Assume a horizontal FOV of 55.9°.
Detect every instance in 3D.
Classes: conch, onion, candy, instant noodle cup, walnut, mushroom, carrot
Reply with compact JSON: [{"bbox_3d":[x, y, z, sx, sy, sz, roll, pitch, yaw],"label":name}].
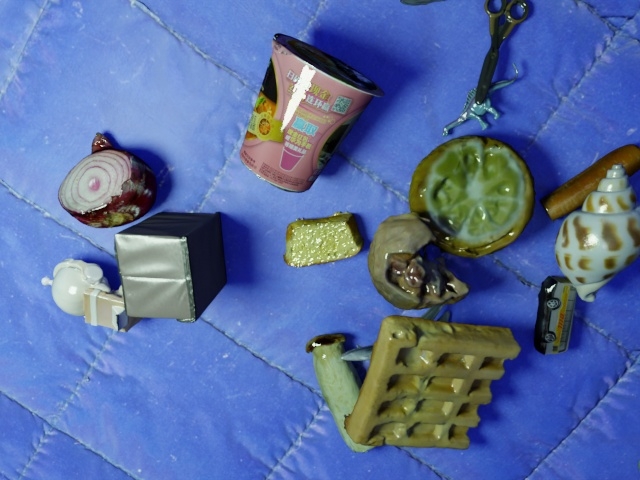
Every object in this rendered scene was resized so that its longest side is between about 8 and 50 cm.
[{"bbox_3d":[0.558,-0.012,1.198,0.149,0.183,0.275,29,119,4],"label":"conch"},{"bbox_3d":[-0.453,-0.132,1.303,0.195,0.140,0.218,-27,62,14],"label":"onion"},{"bbox_3d":[0.311,-0.091,1.242,0.260,0.118,0.260,1,104,3],"label":"candy"},{"bbox_3d":[-0.037,-0.239,1.193,0.244,0.244,0.255,29,112,-3],"label":"instant noodle cup"},{"bbox_3d":[0.175,0.068,1.240,0.141,0.204,0.238,-50,116,-25],"label":"walnut"},{"bbox_3d":[0.056,0.354,1.403,0.100,0.081,0.312,-18,104,11],"label":"mushroom"},{"bbox_3d":[0.562,-0.122,1.235,0.225,0.067,0.067,-36,99,15],"label":"carrot"}]

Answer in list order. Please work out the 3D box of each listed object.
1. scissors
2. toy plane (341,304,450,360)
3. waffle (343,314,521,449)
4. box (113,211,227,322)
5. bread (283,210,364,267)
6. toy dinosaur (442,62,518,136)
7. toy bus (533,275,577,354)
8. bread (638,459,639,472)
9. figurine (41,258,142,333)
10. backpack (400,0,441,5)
[{"bbox_3d":[0.343,-0.375,1.192,0.088,0.017,0.220,16,94,0],"label":"scissors"},{"bbox_3d":[0.166,0.238,1.341,0.267,0.088,0.212,-3,104,-13],"label":"toy plane"},{"bbox_3d":[0.230,0.321,1.308,0.304,0.077,0.348,6,120,-15],"label":"waffle"},{"bbox_3d":[-0.304,0.045,1.264,0.153,0.252,0.188,0,106,7],"label":"box"},{"bbox_3d":[0.000,0.000,1.325,0.187,0.065,0.103,-7,110,9],"label":"bread"},{"bbox_3d":[0.330,-0.274,1.227,0.197,0.045,0.080,-44,87,18],"label":"toy dinosaur"},{"bbox_3d":[0.515,0.165,1.322,0.072,0.057,0.172,1,105,-4],"label":"toy bus"},{"bbox_3d":[0.810,0.523,1.382,0.139,0.071,0.130,35,101,-4],"label":"bread"},{"bbox_3d":[-0.511,0.115,1.372,0.237,0.141,0.162,17,128,11],"label":"figurine"},{"bbox_3d":[0.272,-0.588,1.070,0.317,0.197,0.283,-11,102,7],"label":"backpack"}]
